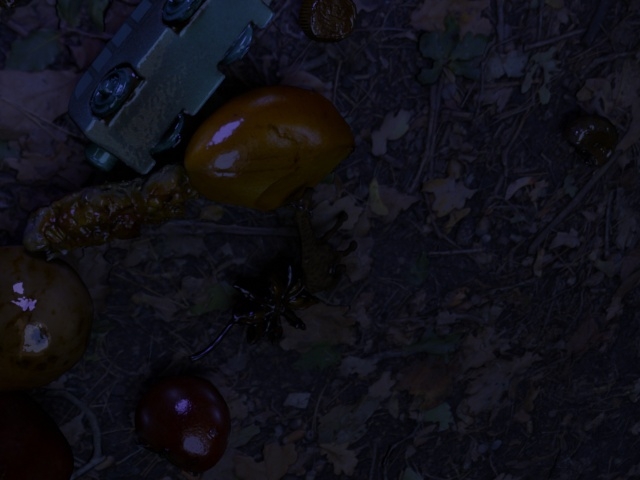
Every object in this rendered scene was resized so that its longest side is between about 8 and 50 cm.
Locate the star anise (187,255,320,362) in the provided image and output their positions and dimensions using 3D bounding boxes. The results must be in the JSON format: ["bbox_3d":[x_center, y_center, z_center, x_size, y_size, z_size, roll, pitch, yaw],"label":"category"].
[{"bbox_3d":[-0.105,0.108,1.520,0.234,0.073,0.177,-10,124,-39],"label":"star anise"}]

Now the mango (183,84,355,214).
[{"bbox_3d":[-0.087,-0.135,1.316,0.257,0.138,0.187,-3,132,-51],"label":"mango"}]

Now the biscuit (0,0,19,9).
[{"bbox_3d":[-0.350,-0.402,1.150,0.231,0.025,0.131,-38,126,0],"label":"biscuit"}]

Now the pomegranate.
[{"bbox_3d":[-0.433,0.111,1.309,0.215,0.215,0.215,-11,122,-18],"label":"pomegranate"}]

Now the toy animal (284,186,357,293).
[{"bbox_3d":[-0.004,0.009,1.451,0.149,0.054,0.275,-68,157,-2],"label":"toy animal"}]

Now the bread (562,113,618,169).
[{"bbox_3d":[0.482,-0.184,1.629,0.082,0.060,0.113,-43,128,5],"label":"bread"}]

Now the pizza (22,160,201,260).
[{"bbox_3d":[-0.274,-0.044,1.310,0.305,0.161,0.085,-20,89,-23],"label":"pizza"}]

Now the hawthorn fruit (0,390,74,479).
[{"bbox_3d":[-0.505,0.346,1.384,0.265,0.265,0.307,-43,140,4],"label":"hawthorn fruit"}]

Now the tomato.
[{"bbox_3d":[-0.230,0.303,1.545,0.167,0.167,0.167,-11,122,-18],"label":"tomato"}]

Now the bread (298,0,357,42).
[{"bbox_3d":[0.009,-0.329,1.337,0.085,0.053,0.085,-8,109,-24],"label":"bread"}]

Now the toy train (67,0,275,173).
[{"bbox_3d":[-0.211,-0.238,1.229,0.129,0.159,0.326,35,96,-38],"label":"toy train"}]
